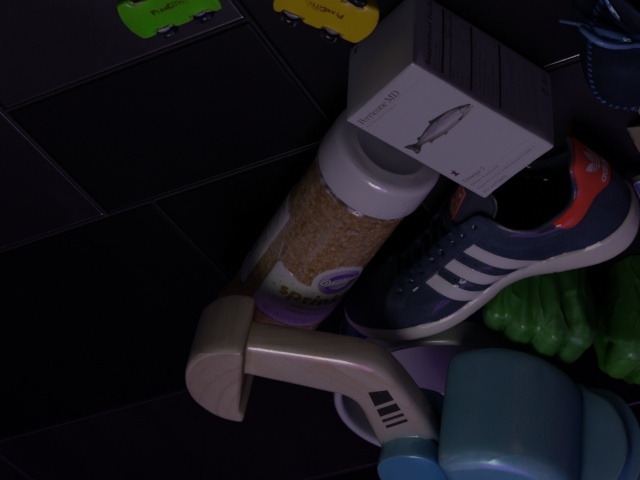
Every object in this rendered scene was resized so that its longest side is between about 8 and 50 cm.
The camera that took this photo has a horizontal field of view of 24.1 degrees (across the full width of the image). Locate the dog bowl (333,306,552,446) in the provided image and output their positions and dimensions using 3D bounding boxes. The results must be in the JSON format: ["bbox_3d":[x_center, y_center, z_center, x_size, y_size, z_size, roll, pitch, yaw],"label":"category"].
[{"bbox_3d":[0.150,0.156,1.827,0.265,0.104,0.265,2,141,2],"label":"dog bowl"}]

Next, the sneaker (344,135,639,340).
[{"bbox_3d":[0.157,-0.012,1.608,0.350,0.131,0.148,-26,131,21],"label":"sneaker"}]

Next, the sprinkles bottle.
[{"bbox_3d":[0.000,0.000,1.631,0.121,0.121,0.355,17,140,-17],"label":"sprinkles bottle"}]

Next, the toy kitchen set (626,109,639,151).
[{"bbox_3d":[0.366,-0.119,1.531,0.083,0.075,0.068,59,164,-10],"label":"toy kitchen set"}]

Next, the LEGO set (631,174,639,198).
[{"bbox_3d":[0.477,-0.033,1.595,0.244,0.060,0.182,-18,136,18],"label":"LEGO set"}]

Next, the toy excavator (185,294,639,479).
[{"bbox_3d":[0.123,0.202,1.645,0.433,0.222,0.445,-8,135,22],"label":"toy excavator"}]

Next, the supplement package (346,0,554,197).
[{"bbox_3d":[0.127,-0.140,1.457,0.179,0.105,0.105,27,137,-26],"label":"supplement package"}]

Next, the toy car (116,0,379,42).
[{"bbox_3d":[-0.087,-0.251,1.378,0.225,0.053,0.239,-17,136,24],"label":"toy car"}]

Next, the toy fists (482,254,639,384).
[{"bbox_3d":[0.311,0.085,1.694,0.279,0.142,0.096,15,140,-13],"label":"toy fists"}]

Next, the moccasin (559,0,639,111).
[{"bbox_3d":[0.286,-0.229,1.323,0.137,0.117,0.342,1,141,4],"label":"moccasin"}]
